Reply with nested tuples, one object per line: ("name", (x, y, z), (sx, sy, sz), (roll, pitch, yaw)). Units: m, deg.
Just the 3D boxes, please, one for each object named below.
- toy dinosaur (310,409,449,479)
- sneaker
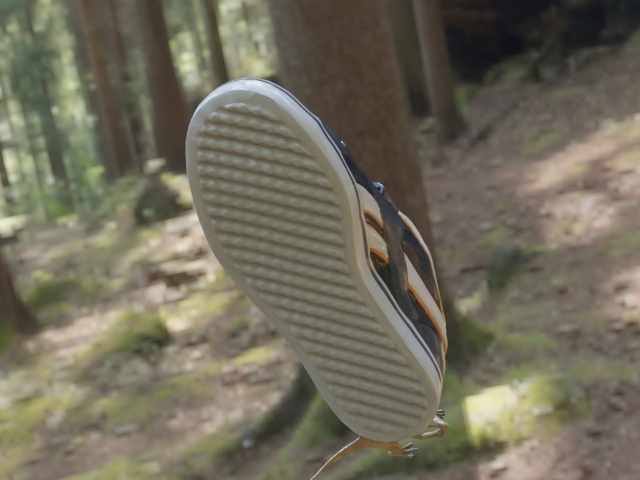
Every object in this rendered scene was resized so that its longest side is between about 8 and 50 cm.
("toy dinosaur", (0.071, 0.208, 1.792), (0.183, 0.053, 0.092), (-28, -21, 34))
("sneaker", (0.000, 0.000, 1.295), (0.126, 0.321, 0.127), (-17, 27, 20))
